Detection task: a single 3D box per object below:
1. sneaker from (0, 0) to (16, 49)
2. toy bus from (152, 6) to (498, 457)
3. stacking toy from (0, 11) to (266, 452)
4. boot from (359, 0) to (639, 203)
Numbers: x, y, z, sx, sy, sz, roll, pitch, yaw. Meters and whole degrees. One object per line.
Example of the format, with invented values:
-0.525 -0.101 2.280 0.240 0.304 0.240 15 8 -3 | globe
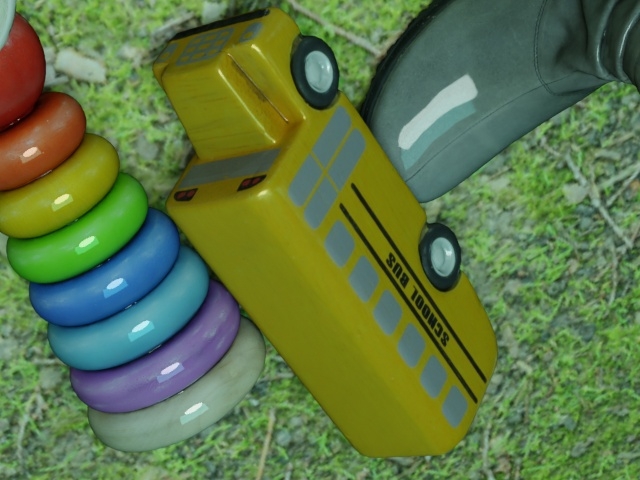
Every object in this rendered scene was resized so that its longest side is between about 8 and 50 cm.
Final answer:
-0.328 -0.152 0.913 0.292 0.118 0.110 10 99 -7 | sneaker
0.000 0.000 1.107 0.332 0.108 0.130 54 48 -30 | toy bus
-0.167 -0.019 1.071 0.141 0.141 0.330 -29 113 -4 | stacking toy
0.183 -0.129 1.076 0.338 0.223 0.118 -46 120 5 | boot
